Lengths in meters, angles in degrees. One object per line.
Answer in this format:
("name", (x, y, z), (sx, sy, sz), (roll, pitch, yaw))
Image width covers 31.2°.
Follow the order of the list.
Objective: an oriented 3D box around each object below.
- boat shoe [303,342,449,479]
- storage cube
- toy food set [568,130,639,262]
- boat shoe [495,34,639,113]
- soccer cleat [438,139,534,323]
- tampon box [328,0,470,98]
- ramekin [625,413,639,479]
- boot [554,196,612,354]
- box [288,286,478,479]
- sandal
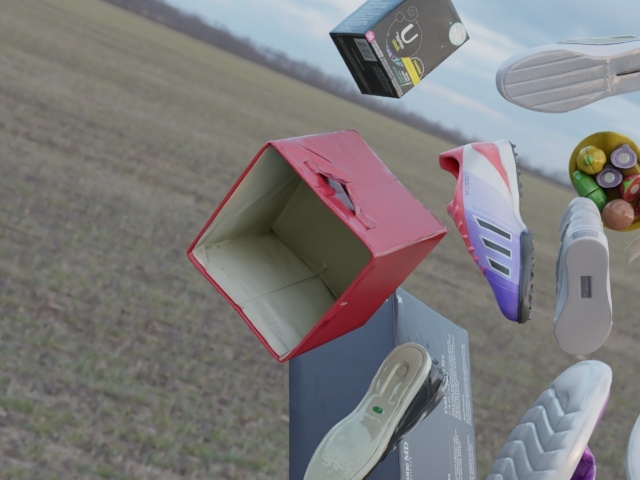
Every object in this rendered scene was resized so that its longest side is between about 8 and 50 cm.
("boat shoe", (0.070, 0.237, 1.386), (0.084, 0.233, 0.079), (31, -11, 45))
("storage cube", (0.000, 0.000, 1.352), (0.183, 0.215, 0.193), (48, 29, 15))
("toy food set", (0.496, -0.080, 1.901), (0.218, 0.128, 0.071), (57, 21, 6))
("boat shoe", (0.413, -0.271, 1.834), (0.302, 0.109, 0.094), (-8, 24, -15))
("soccer cleat", (0.244, -0.013, 1.669), (0.116, 0.318, 0.108), (-4, -36, 2))
("tampon box", (0.119, -0.309, 1.722), (0.101, 0.161, 0.120), (20, -33, 56))
("ramekin", (0.373, 0.202, 1.018), (0.109, 0.207, 0.207), (43, -5, -34))
("boot", (0.426, 0.056, 1.851), (0.095, 0.258, 0.123), (3, 39, 8))
("box", (0.099, 0.273, 1.733), (0.179, 0.343, 0.312), (-11, -24, 24))
("sandal", (0.239, 0.331, 1.312), (0.102, 0.416, 0.169), (28, 0, -9))
